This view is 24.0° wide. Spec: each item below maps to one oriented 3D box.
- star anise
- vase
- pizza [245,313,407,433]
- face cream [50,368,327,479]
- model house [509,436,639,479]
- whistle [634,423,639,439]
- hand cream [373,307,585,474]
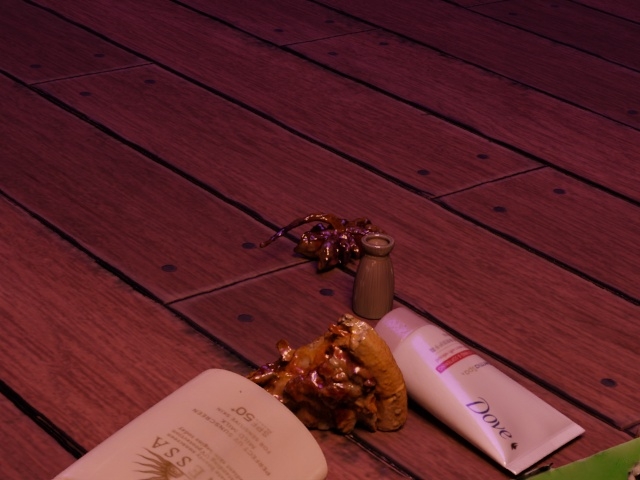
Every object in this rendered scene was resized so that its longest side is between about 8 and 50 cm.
[{"bbox_3d":[0.000,0.000,2.022,0.190,0.070,0.097,-18,35,-35],"label":"star anise"},{"bbox_3d":[0.068,0.044,1.892,0.053,0.101,0.053,3,24,-1],"label":"vase"},{"bbox_3d":[-0.007,0.161,1.637,0.194,0.154,0.069,-12,41,15],"label":"pizza"},{"bbox_3d":[-0.143,0.245,1.416,0.173,0.081,0.348,39,35,14],"label":"face cream"},{"bbox_3d":[0.393,0.325,1.324,0.300,0.340,0.323,-27,-19,28],"label":"model house"},{"bbox_3d":[0.392,0.238,1.580,0.107,0.057,0.220,4,27,-2],"label":"whistle"},{"bbox_3d":[0.160,0.171,1.677,0.248,0.083,0.133,32,37,29],"label":"hand cream"}]
